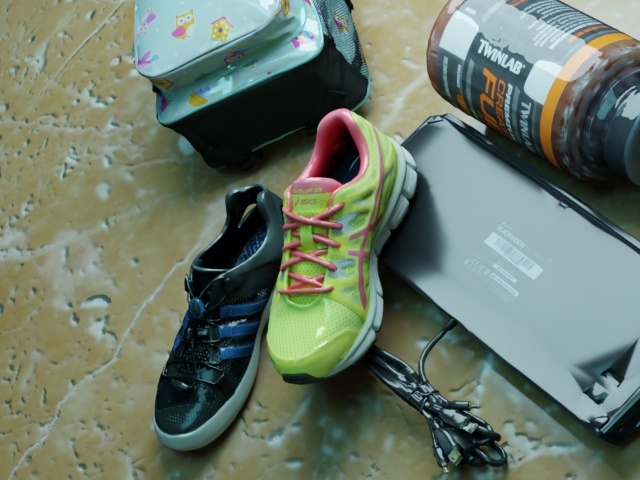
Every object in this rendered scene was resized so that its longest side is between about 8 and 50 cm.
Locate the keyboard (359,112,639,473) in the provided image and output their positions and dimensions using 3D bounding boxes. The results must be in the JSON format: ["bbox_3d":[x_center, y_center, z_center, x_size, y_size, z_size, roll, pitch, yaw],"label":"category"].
[{"bbox_3d":[0.109,0.045,1.327,0.201,0.033,0.317,-44,44,-6],"label":"keyboard"}]

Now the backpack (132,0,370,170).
[{"bbox_3d":[-0.062,-0.174,1.525,0.166,0.144,0.188,-26,44,21],"label":"backpack"}]

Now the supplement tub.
[{"bbox_3d":[0.170,-0.108,1.350,0.106,0.106,0.198,-47,45,-7],"label":"supplement tub"}]

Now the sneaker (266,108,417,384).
[{"bbox_3d":[0.000,0.000,1.342,0.081,0.094,0.208,-3,57,29],"label":"sneaker"}]

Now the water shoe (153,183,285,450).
[{"bbox_3d":[-0.080,0.052,1.404,0.073,0.080,0.203,5,60,36],"label":"water shoe"}]
